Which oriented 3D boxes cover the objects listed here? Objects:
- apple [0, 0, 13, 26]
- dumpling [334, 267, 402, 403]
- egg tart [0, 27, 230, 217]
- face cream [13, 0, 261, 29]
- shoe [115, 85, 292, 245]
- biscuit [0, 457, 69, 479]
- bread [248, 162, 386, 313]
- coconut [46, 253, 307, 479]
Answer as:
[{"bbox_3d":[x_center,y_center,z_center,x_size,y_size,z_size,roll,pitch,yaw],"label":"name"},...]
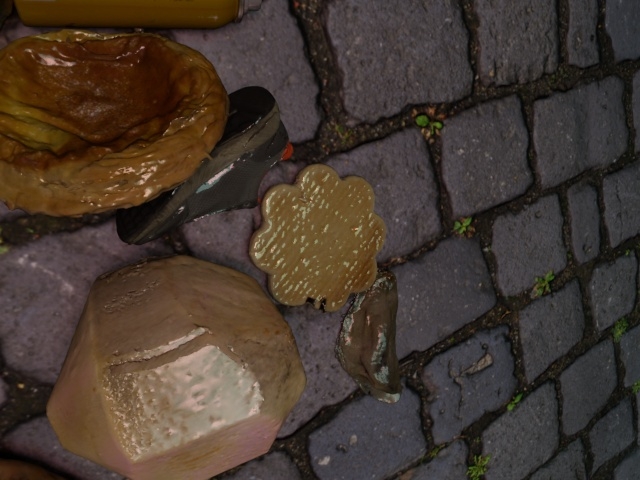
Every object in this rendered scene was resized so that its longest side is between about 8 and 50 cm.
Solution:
[{"bbox_3d":[-0.475,-0.318,0.493,0.156,0.158,0.147,-12,101,-19],"label":"apple"},{"bbox_3d":[0.122,0.238,0.918,0.166,0.086,0.332,-11,99,-27],"label":"dumpling"},{"bbox_3d":[-0.297,-0.156,0.567,0.352,0.150,0.351,1,59,-2],"label":"egg tart"},{"bbox_3d":[-0.259,-0.379,0.618,0.349,0.105,0.105,-13,104,-24],"label":"face cream"},{"bbox_3d":[-0.182,-0.098,0.702,0.336,0.132,0.171,-39,145,3],"label":"shoe"},{"bbox_3d":[-0.566,0.545,0.619,0.429,0.104,0.446,-44,117,-14],"label":"biscuit"},{"bbox_3d":[0.000,0.000,0.834,0.316,0.054,0.316,-5,102,-25],"label":"bread"},{"bbox_3d":[-0.213,0.190,0.620,0.353,0.353,0.352,-4,100,-25],"label":"coconut"}]
